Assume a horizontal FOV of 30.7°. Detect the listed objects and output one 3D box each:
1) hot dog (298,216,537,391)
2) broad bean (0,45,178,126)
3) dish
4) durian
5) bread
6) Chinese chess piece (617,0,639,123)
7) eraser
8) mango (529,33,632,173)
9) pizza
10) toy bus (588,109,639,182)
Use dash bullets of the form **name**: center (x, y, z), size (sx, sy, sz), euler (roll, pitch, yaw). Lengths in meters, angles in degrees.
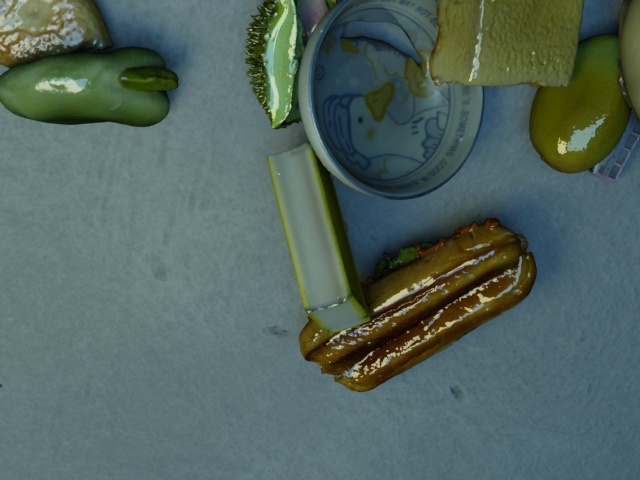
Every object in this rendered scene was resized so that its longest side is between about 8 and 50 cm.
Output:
- **hot dog**: center (0.130, 0.081, 1.608), size (0.349, 0.117, 0.158), euler (-33, 133, 15)
- **broad bean**: center (-0.295, -0.191, 1.486), size (0.228, 0.169, 0.100), euler (-10, 84, 0)
- **dish**: center (0.067, -0.190, 1.515), size (0.273, 0.134, 0.273), euler (-2, 94, -33)
- **durian**: center (-0.043, -0.264, 1.506), size (0.095, 0.137, 0.221), euler (20, 117, 26)
- **bread**: center (0.236, -0.329, 1.455), size (0.185, 0.114, 0.275), euler (-5, 105, -31)
- **Chinese chess piece**: center (0.542, -0.245, 1.465), size (0.338, 0.140, 0.338), euler (-3, 101, -18)
- **eraser**: center (0.000, 0.000, 1.508), size (0.069, 0.158, 0.226), euler (-17, 70, 9)
- **mango**: center (0.351, -0.183, 1.536), size (0.130, 0.092, 0.195), euler (38, 103, 20)
- **pizza**: center (-0.435, -0.327, 1.485), size (0.365, 0.074, 0.182), euler (25, 103, -10)
- **toy bus**: center (0.410, -0.145, 1.587), size (0.052, 0.037, 0.131), euler (23, 106, -11)
